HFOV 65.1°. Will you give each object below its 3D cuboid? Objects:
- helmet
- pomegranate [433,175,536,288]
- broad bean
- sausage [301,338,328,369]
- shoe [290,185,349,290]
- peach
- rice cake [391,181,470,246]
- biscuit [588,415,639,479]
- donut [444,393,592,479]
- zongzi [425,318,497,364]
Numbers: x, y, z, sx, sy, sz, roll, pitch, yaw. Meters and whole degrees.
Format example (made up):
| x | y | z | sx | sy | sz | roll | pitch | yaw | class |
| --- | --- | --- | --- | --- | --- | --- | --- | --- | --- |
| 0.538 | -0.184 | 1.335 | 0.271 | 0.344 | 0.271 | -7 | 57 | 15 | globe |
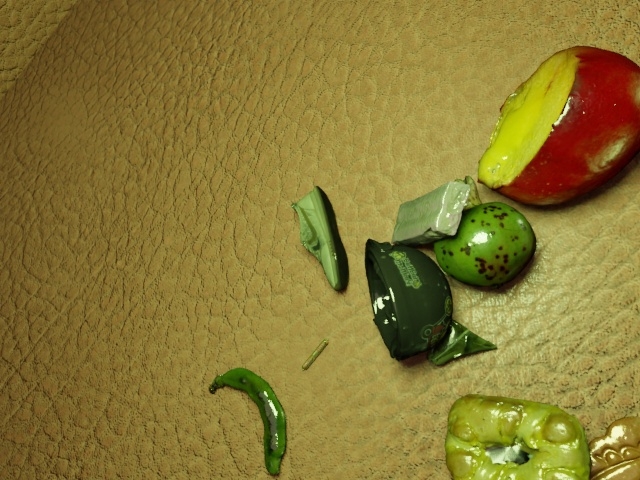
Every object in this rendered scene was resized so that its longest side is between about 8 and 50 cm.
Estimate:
| x | y | z | sx | sy | sz | roll | pitch | yaw | class |
| --- | --- | --- | --- | --- | --- | --- | --- | --- | --- |
| 0.192 | 0.113 | 1.078 | 0.161 | 0.230 | 0.278 | -10 | 48 | -2 | helmet |
| 0.333 | -0.018 | 1.050 | 0.202 | 0.202 | 0.247 | -20 | 78 | 17 | pomegranate |
| -0.161 | 0.419 | 1.235 | 0.292 | 0.049 | 0.144 | 42 | 102 | 28 | broad bean |
| -0.013 | 0.278 | 1.222 | 0.015 | 0.015 | 0.100 | 41 | 95 | 26 | sausage |
| 0.000 | 0.000 | 1.242 | 0.098 | 0.103 | 0.274 | -24 | 63 | 17 | shoe |
| 0.467 | -0.218 | 1.009 | 0.339 | 0.281 | 0.280 | -25 | 69 | 15 | peach |
| 0.220 | -0.046 | 1.067 | 0.050 | 0.298 | 0.106 | 16 | 83 | -9 | rice cake |
| 0.580 | 0.484 | 0.896 | 0.306 | 0.043 | 0.283 | 30 | 87 | 28 | biscuit |
| 0.367 | 0.403 | 0.947 | 0.262 | 0.128 | 0.208 | 3 | 76 | 37 | donut |
| 0.301 | 0.242 | 1.081 | 0.119 | 0.055 | 0.109 | 32 | 93 | 15 | zongzi |
